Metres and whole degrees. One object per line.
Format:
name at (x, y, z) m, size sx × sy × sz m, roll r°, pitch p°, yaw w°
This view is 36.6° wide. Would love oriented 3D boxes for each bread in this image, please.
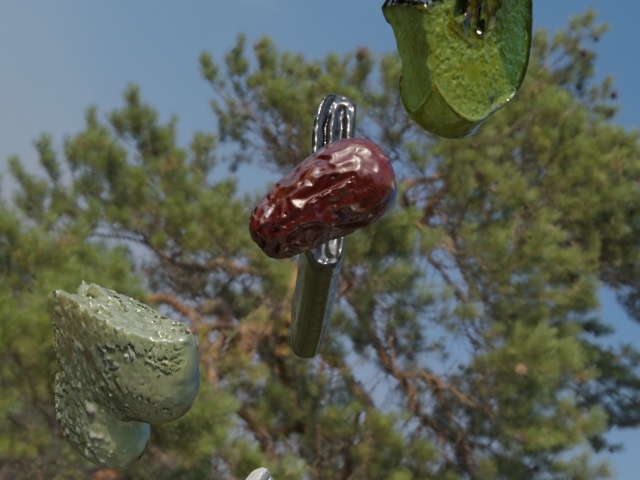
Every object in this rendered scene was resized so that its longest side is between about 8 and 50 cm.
bread at (-0.189, 0.108, 0.863) m, size 0.232 × 0.064 × 0.172 m, roll -44°, pitch -116°, yaw 45°

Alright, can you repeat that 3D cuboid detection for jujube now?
jujube at (0.001, -0.032, 0.786) m, size 0.077 × 0.129 × 0.077 m, roll 57°, pitch 5°, yaw -8°

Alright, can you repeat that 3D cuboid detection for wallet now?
wallet at (-0.001, 0.000, 1.296) m, size 0.062 × 0.228 × 0.406 m, roll 7°, pitch -23°, yaw 0°

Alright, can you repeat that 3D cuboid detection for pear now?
pear at (0.240, -0.308, 1.618) m, size 0.164 × 0.238 × 0.255 m, roll 22°, pitch -51°, yaw 59°

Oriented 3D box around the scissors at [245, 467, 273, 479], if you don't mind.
scissors at (-0.111, 0.334, 1.043) m, size 0.101 × 0.204 × 0.027 m, roll 16°, pitch -34°, yaw 32°
